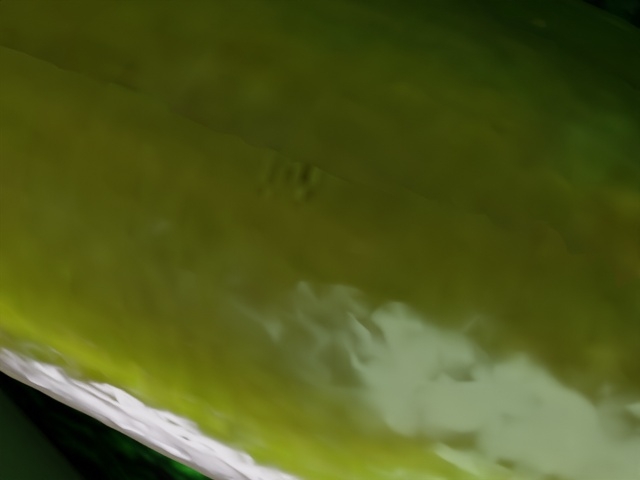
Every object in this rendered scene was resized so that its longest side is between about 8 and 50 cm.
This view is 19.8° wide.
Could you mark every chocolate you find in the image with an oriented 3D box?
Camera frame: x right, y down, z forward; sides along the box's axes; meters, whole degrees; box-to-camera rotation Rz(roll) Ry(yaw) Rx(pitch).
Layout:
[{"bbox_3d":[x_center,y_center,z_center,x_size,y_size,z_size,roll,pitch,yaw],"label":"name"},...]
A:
[{"bbox_3d":[0.000,0.000,0.445,0.445,0.162,0.162,26,137,29],"label":"chocolate"}]

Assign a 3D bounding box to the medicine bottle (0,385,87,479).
[{"bbox_3d":[-0.153,0.142,0.727,0.254,0.152,0.152,49,140,-5],"label":"medicine bottle"}]
